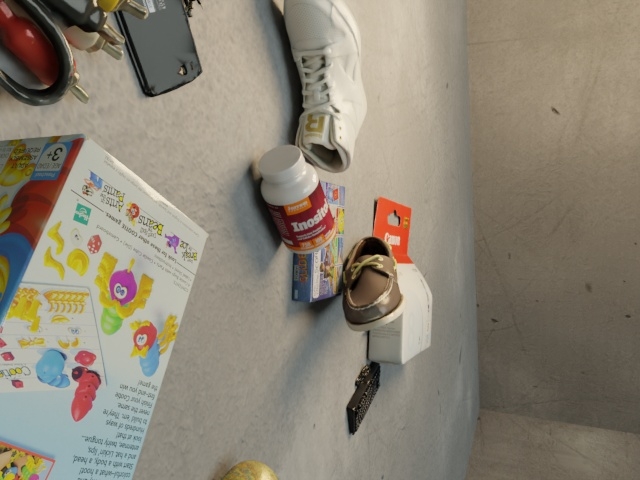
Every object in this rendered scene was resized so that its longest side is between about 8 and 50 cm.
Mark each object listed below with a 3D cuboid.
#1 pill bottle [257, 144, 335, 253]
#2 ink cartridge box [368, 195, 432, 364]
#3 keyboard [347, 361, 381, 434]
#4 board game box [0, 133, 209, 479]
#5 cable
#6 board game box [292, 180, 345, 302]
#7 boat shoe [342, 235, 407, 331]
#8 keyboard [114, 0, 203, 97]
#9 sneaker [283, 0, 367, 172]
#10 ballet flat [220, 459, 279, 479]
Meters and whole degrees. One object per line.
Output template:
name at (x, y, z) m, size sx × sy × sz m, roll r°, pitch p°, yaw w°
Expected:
pill bottle at (-0.036, -0.059, 0.785) m, size 0.152 × 0.086 × 0.086 m, roll 68°, pitch 34°, yaw -42°
ink cartridge box at (0.216, 0.096, 1.354) m, size 0.308 × 0.091 × 0.384 m, roll 6°, pitch 88°, yaw -66°
keyboard at (0.101, 0.337, 1.201) m, size 0.180 × 0.023 × 0.108 m, roll -44°, pitch 131°, yaw -58°
board game box at (-0.205, 0.087, 0.354) m, size 0.144 × 0.142 × 0.275 m, roll 50°, pitch 47°, yaw -55°
cable at (-0.251, -0.204, 0.368) m, size 0.287 × 0.072 × 0.139 m, roll 39°, pitch 73°, yaw -46°
board game box at (0.000, 0.000, 0.931) m, size 0.136 × 0.035 × 0.201 m, roll 2°, pitch 90°, yaw -66°
boat shoe at (0.094, 0.071, 1.006) m, size 0.324 × 0.117 × 0.096 m, roll -58°, pitch 130°, yaw -73°
keyboard at (-0.173, -0.252, 0.546) m, size 0.100 × 0.038 × 0.192 m, roll -33°, pitch 126°, yaw -34°
sneaker at (0.007, -0.234, 0.839) m, size 0.292 × 0.108 × 0.169 m, roll 61°, pitch 36°, yaw -51°
ballet flat at (-0.113, 0.429, 0.599) m, size 0.123 × 0.123 × 0.348 m, roll 56°, pitch 45°, yaw -52°
